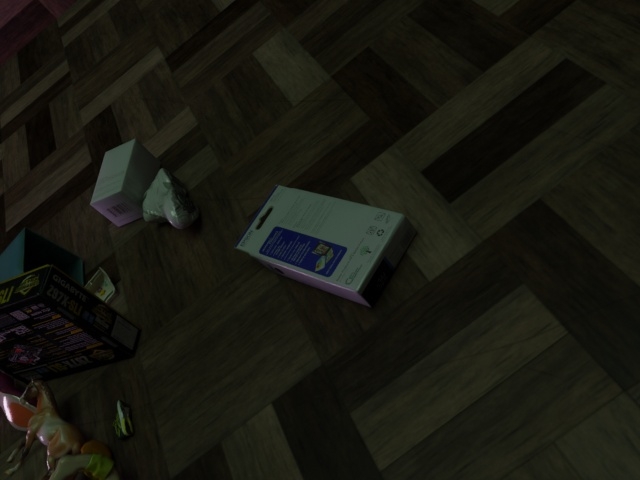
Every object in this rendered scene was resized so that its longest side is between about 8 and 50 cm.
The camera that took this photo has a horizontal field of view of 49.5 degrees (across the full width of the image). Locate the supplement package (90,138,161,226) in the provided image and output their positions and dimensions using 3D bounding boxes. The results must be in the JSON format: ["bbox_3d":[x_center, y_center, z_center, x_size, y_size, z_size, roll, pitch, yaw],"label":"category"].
[{"bbox_3d":[-0.480,-0.143,1.722,0.105,0.105,0.179,-19,48,25],"label":"supplement package"}]

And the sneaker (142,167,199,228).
[{"bbox_3d":[-0.353,-0.071,1.596,0.115,0.090,0.232,-46,33,6],"label":"sneaker"}]

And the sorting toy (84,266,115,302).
[{"bbox_3d":[-0.499,0.116,1.577,0.075,0.045,0.083,30,76,39],"label":"sorting toy"}]

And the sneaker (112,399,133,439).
[{"bbox_3d":[-0.380,0.339,1.311,0.035,0.031,0.083,-37,43,7],"label":"sneaker"}]

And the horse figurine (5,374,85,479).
[{"bbox_3d":[-0.523,0.396,1.334,0.263,0.066,0.175,23,79,40],"label":"horse figurine"}]

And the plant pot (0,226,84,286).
[{"bbox_3d":[-0.703,0.127,1.634,0.234,0.165,0.166,-39,42,14],"label":"plant pot"}]

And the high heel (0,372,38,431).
[{"bbox_3d":[-0.644,0.341,1.500,0.244,0.117,0.082,5,104,25],"label":"high heel"}]

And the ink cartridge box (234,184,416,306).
[{"bbox_3d":[0.000,0.000,1.279,0.332,0.065,0.165,18,69,42],"label":"ink cartridge box"}]

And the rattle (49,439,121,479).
[{"bbox_3d":[-0.423,0.469,1.221,0.142,0.130,0.200,-5,84,55],"label":"rattle"}]

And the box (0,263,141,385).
[{"bbox_3d":[-0.578,0.184,1.419,0.321,0.257,0.079,-18,48,25],"label":"box"}]
